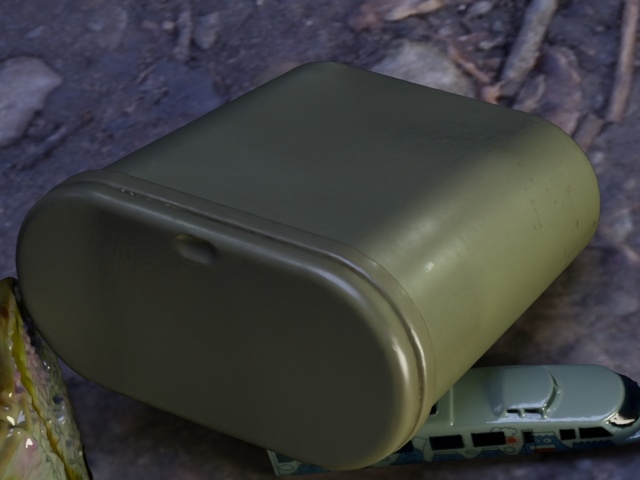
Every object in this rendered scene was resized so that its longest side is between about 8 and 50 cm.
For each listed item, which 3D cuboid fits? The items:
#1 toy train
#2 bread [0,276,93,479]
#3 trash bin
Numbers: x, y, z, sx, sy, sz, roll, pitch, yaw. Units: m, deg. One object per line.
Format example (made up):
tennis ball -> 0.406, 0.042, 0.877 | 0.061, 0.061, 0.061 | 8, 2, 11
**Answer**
toy train -> 0.074, 0.095, 1.033 | 0.207, 0.047, 0.043 | -5, 47, 10
bread -> -0.203, 0.141, 0.985 | 0.156, 0.158, 0.261 | -20, 43, 0
trash bin -> 0.000, 0.000, 1.044 | 0.243, 0.121, 0.247 | 17, 31, 26
